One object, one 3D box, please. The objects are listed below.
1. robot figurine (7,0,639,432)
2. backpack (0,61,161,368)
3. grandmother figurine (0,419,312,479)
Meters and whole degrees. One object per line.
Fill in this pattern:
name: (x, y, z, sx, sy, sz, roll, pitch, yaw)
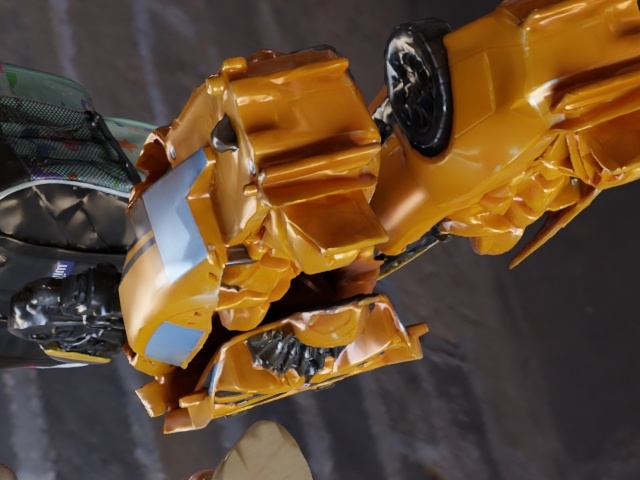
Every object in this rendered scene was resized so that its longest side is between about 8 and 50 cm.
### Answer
robot figurine: (0.000, 0.000, 0.674, 0.291, 0.211, 0.085, 130, 122, -65)
backpack: (-0.212, -0.008, 1.363, 0.225, 0.254, 0.191, -48, 51, 30)
grandmother figurine: (-0.144, 0.218, 0.911, 0.342, 0.104, 0.207, -25, 66, 28)
